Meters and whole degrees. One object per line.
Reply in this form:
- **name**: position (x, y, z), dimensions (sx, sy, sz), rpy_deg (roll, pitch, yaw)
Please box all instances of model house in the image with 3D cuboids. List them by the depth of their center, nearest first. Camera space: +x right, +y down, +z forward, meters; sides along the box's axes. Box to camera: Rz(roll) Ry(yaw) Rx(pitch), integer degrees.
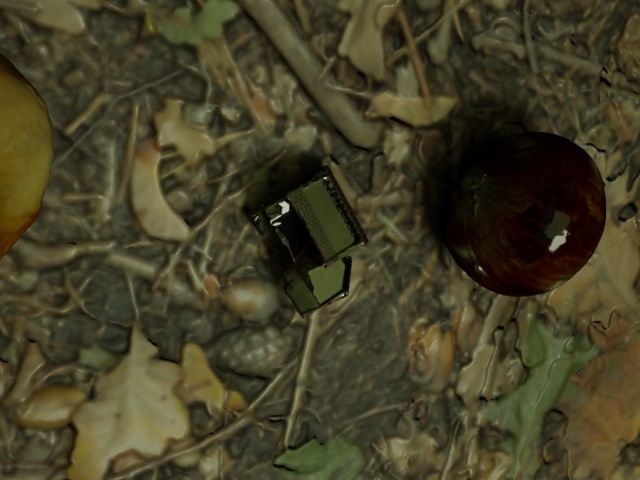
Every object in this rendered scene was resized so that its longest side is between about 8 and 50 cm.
- **model house**: position (0.000, 0.000, 0.680), dimensions (0.058, 0.057, 0.083), rpy_deg (-34, 95, -42)

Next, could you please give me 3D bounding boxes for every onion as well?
- **onion**: position (0.146, -0.017, 0.708), dimensions (0.118, 0.118, 0.117), rpy_deg (12, 93, -26)

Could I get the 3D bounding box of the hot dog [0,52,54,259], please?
- **hot dog**: position (-0.324, 0.026, 0.460), dimensions (0.405, 0.185, 0.223), rpy_deg (-49, 118, -7)
